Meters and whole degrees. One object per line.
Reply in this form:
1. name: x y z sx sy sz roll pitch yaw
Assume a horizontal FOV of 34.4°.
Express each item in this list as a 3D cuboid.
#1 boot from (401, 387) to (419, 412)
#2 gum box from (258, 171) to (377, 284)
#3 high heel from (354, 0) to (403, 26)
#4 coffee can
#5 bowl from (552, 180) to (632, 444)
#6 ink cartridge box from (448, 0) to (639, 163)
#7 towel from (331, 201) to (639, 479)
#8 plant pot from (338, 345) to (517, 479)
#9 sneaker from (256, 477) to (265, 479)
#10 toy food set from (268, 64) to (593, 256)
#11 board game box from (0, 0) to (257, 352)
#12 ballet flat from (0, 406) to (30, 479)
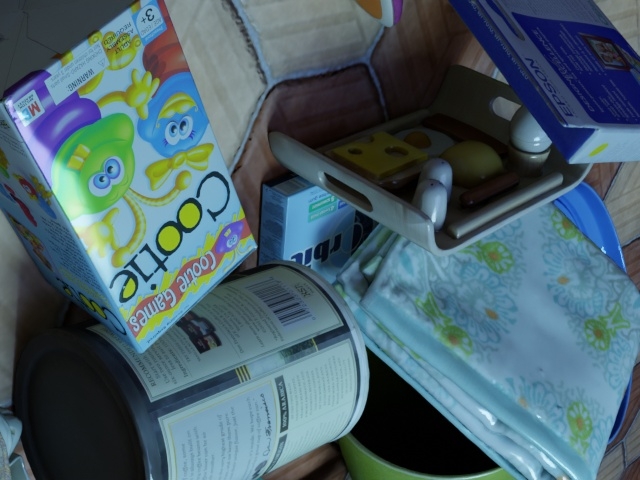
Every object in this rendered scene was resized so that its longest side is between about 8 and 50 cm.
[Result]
1. boot: 0.130 0.269 1.511 0.137 0.077 0.197 25 87 -46
2. gum box: 0.000 0.000 1.164 0.157 0.041 0.184 -25 134 -40
3. high heel: 0.055 -0.320 0.975 0.117 0.082 0.244 -47 135 -17
4. coffee can: -0.117 0.146 0.985 0.275 0.202 0.201 -17 127 -44
5. bowl: 0.362 0.107 1.514 0.391 0.077 0.391 17 69 -55
6. ink cartridge box: 0.223 -0.210 1.072 0.307 0.303 0.072 -6 148 -47
7. towel: 0.217 0.072 1.203 0.090 0.374 0.320 -35 -165 51
8. plant pot: 0.148 0.288 1.367 0.275 0.275 0.293 -34 141 -32
9. sneaker: -0.055 0.352 1.292 0.296 0.124 0.178 -28 144 -36
10. toy food set: 0.127 -0.105 1.089 0.306 0.220 0.092 -24 133 -39
11. board game box: -0.176 -0.068 0.808 0.142 0.144 0.275 -43 143 -23
12. ballet flat: -0.306 0.207 0.905 0.106 0.108 0.316 -54 156 -45
